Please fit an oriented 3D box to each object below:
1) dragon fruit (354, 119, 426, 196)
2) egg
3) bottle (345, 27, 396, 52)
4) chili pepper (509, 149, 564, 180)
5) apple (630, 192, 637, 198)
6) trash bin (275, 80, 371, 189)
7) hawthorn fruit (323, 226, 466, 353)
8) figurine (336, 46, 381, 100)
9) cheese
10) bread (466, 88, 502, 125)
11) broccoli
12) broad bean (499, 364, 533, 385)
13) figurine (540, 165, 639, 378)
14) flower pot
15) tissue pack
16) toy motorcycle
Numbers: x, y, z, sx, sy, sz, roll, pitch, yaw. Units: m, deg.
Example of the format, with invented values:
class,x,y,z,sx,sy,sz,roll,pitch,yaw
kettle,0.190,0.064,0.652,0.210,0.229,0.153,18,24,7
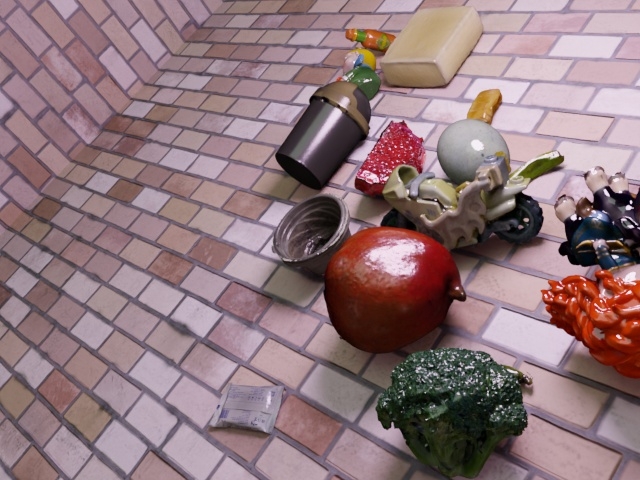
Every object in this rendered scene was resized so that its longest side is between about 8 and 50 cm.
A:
class,x,y,z,sx,sy,sz,roll,pitch,yaw
dragon fruit,0.195,-0.208,2.005,0.189,0.163,0.262,-31,24,56
egg,0.388,-0.220,1.843,0.169,0.169,0.236,-34,32,3
bottle,0.169,-0.686,2.458,0.069,0.187,0.069,-9,79,60
chili pepper,0.508,-0.160,1.792,0.201,0.052,0.050,-36,4,4
apple,0.633,-0.043,1.528,0.126,0.126,0.102,-16,63,24
trash bin,0.027,-0.336,2.198,0.214,0.214,0.334,19,69,46
hawthorn fruit,0.153,0.099,1.633,0.311,0.295,0.295,-28,40,9
figurine,0.109,-0.553,2.431,0.185,0.127,0.234,-32,49,18
cheese,0.354,-0.618,2.300,0.242,0.124,0.266,15,61,40
bread,0.461,-0.373,2.031,0.074,0.053,0.132,7,54,40
broccoli,0.249,0.318,1.373,0.294,0.246,0.265,17,22,38
broad bean,0.309,0.293,1.494,0.254,0.046,0.065,-17,56,22
figurine,0.574,0.051,1.348,0.306,0.241,0.412,-7,68,43
flower pot,0.000,0.000,1.938,0.235,0.140,0.236,-22,41,20
tissue pack,-0.178,0.405,1.761,0.193,0.026,0.123,-4,50,34
toy motorcycle,0.315,-0.084,1.724,0.409,0.237,0.169,-6,26,31
